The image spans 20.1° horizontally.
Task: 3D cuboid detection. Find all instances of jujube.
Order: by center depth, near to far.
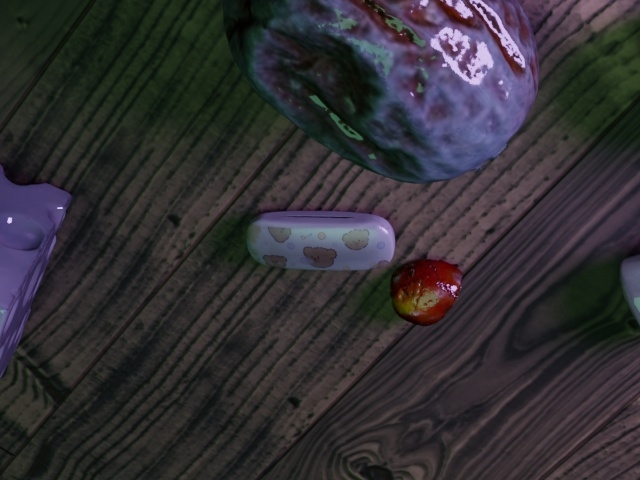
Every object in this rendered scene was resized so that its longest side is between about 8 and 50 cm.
[{"bbox_3d":[0.053,-0.202,1.721,0.308,0.215,0.246,43,145,-21],"label":"jujube"}]

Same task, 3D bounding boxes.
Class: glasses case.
[{"bbox_3d":[0.000,0.000,1.972,0.164,0.041,0.063,2,124,11],"label":"glasses case"}]

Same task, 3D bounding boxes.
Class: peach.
[{"bbox_3d":[0.118,0.061,1.987,0.083,0.050,0.077,-7,123,12],"label":"peach"}]

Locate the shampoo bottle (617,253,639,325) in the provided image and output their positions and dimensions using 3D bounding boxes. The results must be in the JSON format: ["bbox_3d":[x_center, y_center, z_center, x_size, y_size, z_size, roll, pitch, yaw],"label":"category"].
[{"bbox_3d":[0.438,0.027,1.870,0.234,0.087,0.118,-25,116,25],"label":"shampoo bottle"}]

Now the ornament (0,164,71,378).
[{"bbox_3d":[-0.445,0.051,1.980,0.240,0.239,0.239,23,125,-4],"label":"ornament"}]
